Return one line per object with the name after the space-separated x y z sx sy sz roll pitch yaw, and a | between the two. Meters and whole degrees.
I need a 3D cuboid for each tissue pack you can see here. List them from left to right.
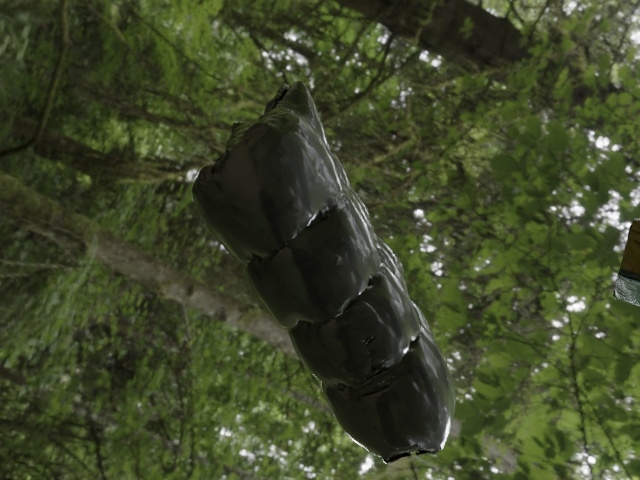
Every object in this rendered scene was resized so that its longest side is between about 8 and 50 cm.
0.418 0.044 0.784 0.169 0.120 0.082 21 -99 25 | tissue pack

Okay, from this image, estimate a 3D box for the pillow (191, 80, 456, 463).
0.000 0.000 0.553 0.101 0.228 0.326 -31 -167 8 | pillow
